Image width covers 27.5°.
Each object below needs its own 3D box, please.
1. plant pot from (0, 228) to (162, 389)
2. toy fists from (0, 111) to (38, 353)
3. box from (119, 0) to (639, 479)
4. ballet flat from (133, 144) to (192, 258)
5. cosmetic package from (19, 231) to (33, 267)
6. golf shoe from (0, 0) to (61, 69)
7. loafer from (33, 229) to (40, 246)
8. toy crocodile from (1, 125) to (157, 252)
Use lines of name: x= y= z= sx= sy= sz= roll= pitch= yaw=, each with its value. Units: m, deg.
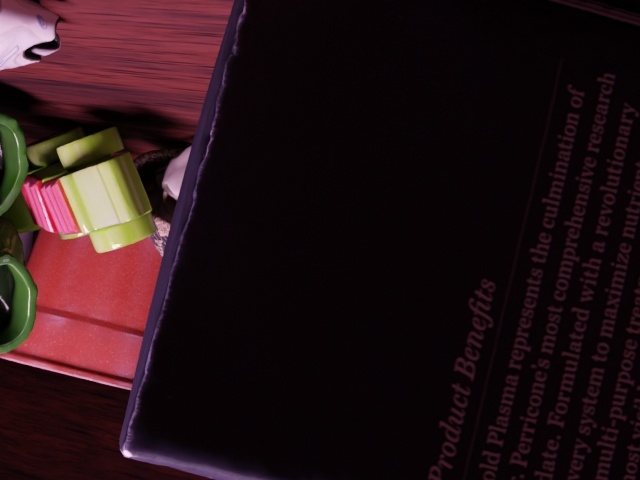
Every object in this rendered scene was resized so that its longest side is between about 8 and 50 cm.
plant pot: x=-0.258 y=0.047 z=1.656 sx=0.272 sy=0.265 sz=0.272 roll=14 pitch=173 yaw=2
toy fists: x=-0.357 y=-0.024 z=1.346 sx=0.096 sy=0.279 sz=0.142 roll=-18 pitch=-153 yaw=-39
box: x=0.131 y=0.047 z=0.877 sx=0.471 sy=0.297 sz=0.480 roll=16 pitch=172 yaw=-5
ballet flat: x=-0.020 y=-0.020 z=1.248 sx=0.482 sy=0.164 sz=0.182 roll=9 pitch=152 yaw=42
cosmetic package: x=-0.521 y=-0.054 z=1.532 sx=0.230 sy=0.162 sz=0.453 roll=-2 pitch=168 yaw=9
golf shoe: x=-0.240 y=-0.145 z=0.978 sx=0.086 sy=0.069 sz=0.176 roll=10 pitch=175 yaw=-17
loafer: x=-0.479 y=-0.003 z=1.838 sx=0.302 sy=0.109 sz=0.095 roll=3 pitch=158 yaw=-11
toy crocodile: x=-0.254 y=-0.047 z=1.339 sx=0.105 sy=0.115 sz=0.340 roll=-25 pitch=-166 yaw=-22
